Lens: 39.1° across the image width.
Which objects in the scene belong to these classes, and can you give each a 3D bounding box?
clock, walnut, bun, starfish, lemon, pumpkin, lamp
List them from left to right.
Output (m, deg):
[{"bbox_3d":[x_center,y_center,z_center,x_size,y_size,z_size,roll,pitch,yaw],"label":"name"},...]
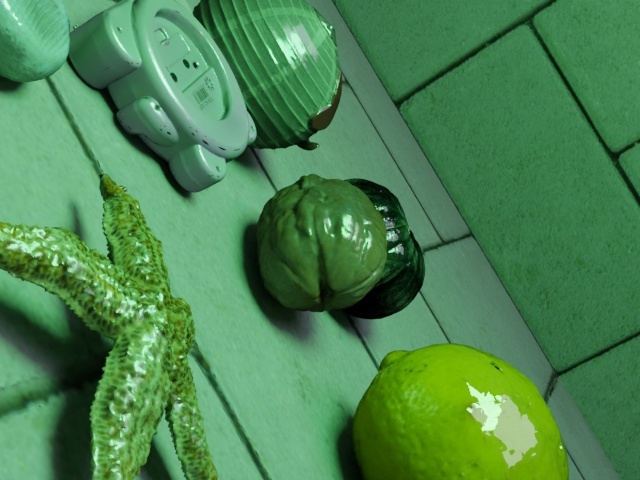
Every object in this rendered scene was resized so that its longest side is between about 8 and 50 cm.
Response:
[{"bbox_3d":[-0.311,-0.221,0.892,0.140,0.083,0.140,57,20,-34],"label":"bun"},{"bbox_3d":[-0.147,0.094,0.773,0.357,0.078,0.347,64,8,-8],"label":"starfish"},{"bbox_3d":[-0.186,-0.197,1.147,0.247,0.090,0.227,57,26,-17],"label":"clock"},{"bbox_3d":[-0.080,-0.260,1.342,0.233,0.233,0.265,17,49,-65],"label":"lamp"},{"bbox_3d":[-0.001,-0.002,1.204,0.178,0.178,0.230,47,16,-32],"label":"walnut"},{"bbox_3d":[0.067,0.013,1.388,0.220,0.162,0.220,-21,90,-76],"label":"pumpkin"},{"bbox_3d":[0.169,0.260,1.105,0.260,0.261,0.284,38,27,-48],"label":"lemon"}]
